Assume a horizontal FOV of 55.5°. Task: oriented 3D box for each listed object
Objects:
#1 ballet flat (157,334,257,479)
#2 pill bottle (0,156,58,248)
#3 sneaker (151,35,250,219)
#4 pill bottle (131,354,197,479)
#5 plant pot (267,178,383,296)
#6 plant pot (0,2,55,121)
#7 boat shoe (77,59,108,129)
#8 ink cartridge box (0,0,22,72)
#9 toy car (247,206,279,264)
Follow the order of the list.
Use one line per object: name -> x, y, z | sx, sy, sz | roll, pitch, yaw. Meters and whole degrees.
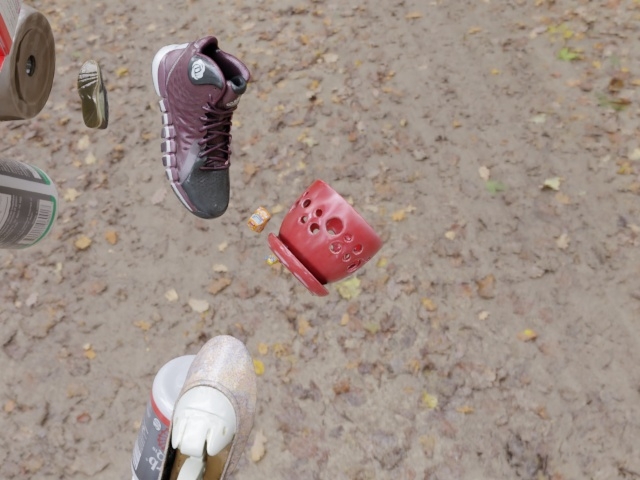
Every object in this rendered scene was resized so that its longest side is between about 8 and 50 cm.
ballet flat -> -0.156, 0.282, 0.781 | 0.107, 0.106, 0.316 | 13, 92, 6
pill bottle -> -0.727, -0.087, 1.238 | 0.204, 0.361, 0.204 | -1, 86, 12
sneaker -> -0.166, -0.175, 0.932 | 0.162, 0.282, 0.106 | -7, 10, 41
pill bottle -> -0.308, 0.455, 1.376 | 0.210, 0.363, 0.210 | 17, 29, -10
plant pot -> 0.000, 0.000, 1.211 | 0.174, 0.191, 0.191 | -42, 50, -1
plant pot -> -0.638, -0.329, 1.056 | 0.280, 0.323, 0.323 | 11, 46, -4
boat shoe -> -0.488, -0.312, 1.315 | 0.056, 0.049, 0.152 | -6, 83, 16
ink cartridge box -> -0.420, -0.288, 0.687 | 0.134, 0.078, 0.231 | 1, 62, -8
toy car -> -0.116, -0.007, 1.293 | 0.060, 0.122, 0.040 | -31, 0, 36
